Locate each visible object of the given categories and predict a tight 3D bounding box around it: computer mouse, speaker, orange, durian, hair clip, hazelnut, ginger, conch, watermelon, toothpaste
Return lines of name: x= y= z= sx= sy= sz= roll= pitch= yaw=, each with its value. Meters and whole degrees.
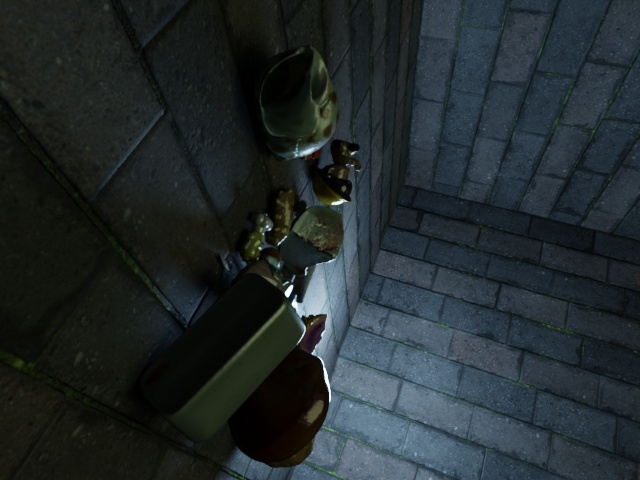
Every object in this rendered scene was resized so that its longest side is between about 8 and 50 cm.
computer mouse: x=-0.161 y=0.177 z=1.430 sx=0.199 sy=0.115 sz=0.389 roll=-45 pitch=155 yaw=-7
speaker: x=-0.234 y=0.278 z=1.135 sx=0.406 sy=0.183 sz=0.184 roll=-45 pitch=150 yaw=-21
orange: x=-0.165 y=0.060 z=1.488 sx=0.085 sy=0.085 sz=0.084 roll=16 pitch=90 yaw=-74
durian: x=-0.095 y=0.404 z=1.909 sx=0.112 sy=0.192 sz=0.341 roll=66 pitch=24 yaw=-18
hair clip: x=-0.056 y=-0.089 z=1.787 sx=0.226 sy=0.034 sz=0.072 roll=57 pitch=50 yaw=-70
hazelnut: x=-0.143 y=0.517 z=1.475 sx=0.366 sy=0.366 sz=0.365 roll=16 pitch=90 yaw=-74
ginger: x=-0.126 y=-0.085 z=1.474 sx=0.115 sy=0.081 sz=0.205 roll=156 pitch=-53 yaw=-69
conch: x=-0.075 y=-0.340 z=1.206 sx=0.250 sy=0.197 sz=0.367 roll=-12 pitch=129 yaw=-30
watermelon: x=0.000 y=0.000 z=1.676 sx=0.290 sy=0.214 sz=0.319 roll=-35 pitch=146 yaw=-35
toothpaste: x=-0.059 y=0.126 z=1.905 sx=0.066 sy=0.100 sz=0.323 roll=53 pitch=47 yaw=-37

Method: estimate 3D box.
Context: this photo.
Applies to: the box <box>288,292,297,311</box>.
box: x=-0.149 y=0.309 z=1.789 sx=0.194 sy=0.073 sz=0.139 roll=89 pitch=23 yaw=-45

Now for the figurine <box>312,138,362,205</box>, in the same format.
figurine: x=0.061 y=-0.262 z=1.772 sx=0.192 sy=0.167 sz=0.256 roll=7 pitch=100 yaw=-52

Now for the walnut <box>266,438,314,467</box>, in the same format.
walnut: x=-0.152 y=0.738 z=1.810 sx=0.344 sy=0.307 sz=0.305 roll=53 pitch=55 yaw=-72

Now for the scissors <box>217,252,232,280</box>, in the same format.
scissors: x=-0.266 y=0.065 z=1.265 sx=0.119 sy=0.014 sz=0.058 roll=85 pitch=22 yaw=-58

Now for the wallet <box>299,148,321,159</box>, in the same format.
wallet: x=-0.019 y=-0.387 z=1.603 sx=0.142 sy=0.045 sz=0.204 roll=-36 pitch=140 yaw=-66

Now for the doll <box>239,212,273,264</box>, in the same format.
doll: x=-0.192 y=-0.008 z=1.358 sx=0.106 sy=0.062 sz=0.162 roll=65 pitch=42 yaw=-73
